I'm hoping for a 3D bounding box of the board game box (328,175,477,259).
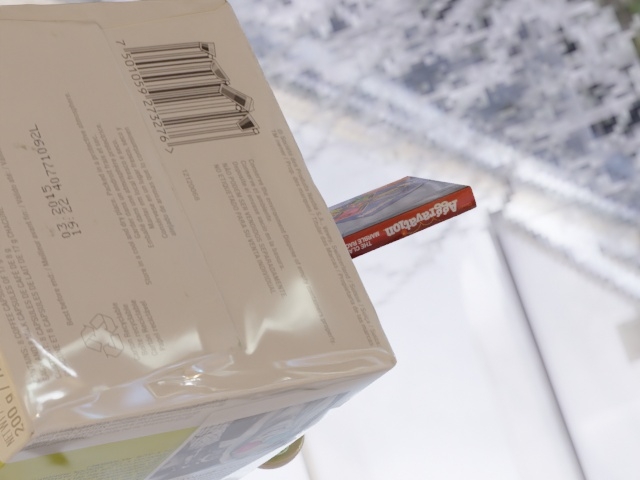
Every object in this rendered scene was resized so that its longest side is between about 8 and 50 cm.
[{"bbox_3d":[0.000,0.000,1.891,0.281,0.027,0.145,-22,15,-19],"label":"board game box"}]

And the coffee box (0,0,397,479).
[{"bbox_3d":[-0.219,0.043,1.488,0.338,0.338,0.334,-9,-23,-42],"label":"coffee box"}]

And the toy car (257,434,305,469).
[{"bbox_3d":[-0.090,0.140,1.918,0.136,0.182,0.159,-10,-38,-14],"label":"toy car"}]
